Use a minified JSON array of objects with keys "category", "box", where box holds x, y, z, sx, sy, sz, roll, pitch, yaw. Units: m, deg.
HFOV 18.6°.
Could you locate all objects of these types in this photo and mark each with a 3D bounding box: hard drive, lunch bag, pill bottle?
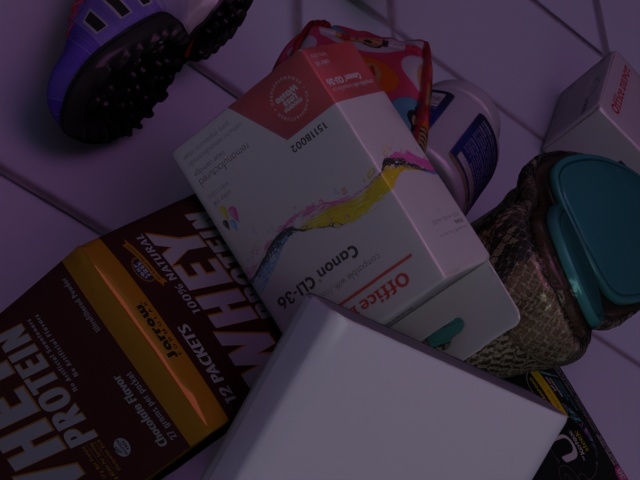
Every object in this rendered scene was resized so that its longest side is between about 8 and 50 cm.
[{"category":"hard drive","box":[-0.005,0.199,1.135,0.203,0.307,0.040,26,6,-38]},{"category":"lunch bag","box":[0.000,0.000,1.406,0.120,0.258,0.293,13,27,3]},{"category":"pill bottle","box":[0.095,-0.072,1.712,0.112,0.112,0.186,49,31,-5]}]

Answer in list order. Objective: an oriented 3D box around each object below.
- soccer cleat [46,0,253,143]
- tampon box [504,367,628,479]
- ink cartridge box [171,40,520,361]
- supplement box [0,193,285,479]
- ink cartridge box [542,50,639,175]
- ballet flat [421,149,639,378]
[{"category":"soccer cleat","box":[-0.150,-0.172,1.518,0.116,0.108,0.318,30,34,5]},{"category":"tampon box","box":[0.140,0.176,1.526,0.161,0.101,0.120,-11,67,-56]},{"category":"ink cartridge box","box":[0.016,-0.004,1.153,0.198,0.115,0.067,57,30,7]},{"category":"supplement box","box":[-0.115,0.079,1.196,0.129,0.191,0.194,55,31,4]},{"category":"ink cartridge box","box":[0.340,-0.082,2.076,0.203,0.086,0.148,45,31,-11]},{"category":"ballet flat","box":[0.168,0.024,1.626,0.164,0.182,0.483,67,19,0]}]
